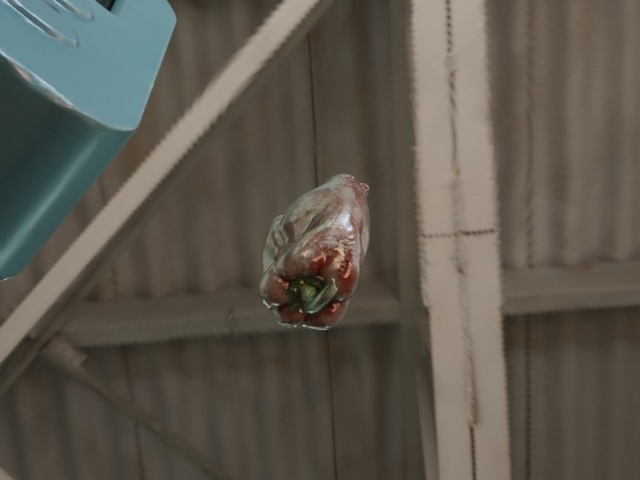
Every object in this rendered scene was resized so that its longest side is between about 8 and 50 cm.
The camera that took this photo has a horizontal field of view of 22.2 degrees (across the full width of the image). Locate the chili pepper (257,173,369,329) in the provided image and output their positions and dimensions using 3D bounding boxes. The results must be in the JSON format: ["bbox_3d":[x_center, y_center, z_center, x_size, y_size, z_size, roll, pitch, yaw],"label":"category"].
[{"bbox_3d":[0.000,-0.001,0.694,0.050,0.153,0.041,-19,-70,13],"label":"chili pepper"}]

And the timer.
[{"bbox_3d":[-0.165,-0.127,0.657,0.232,0.250,0.091,37,-63,-14],"label":"timer"}]
